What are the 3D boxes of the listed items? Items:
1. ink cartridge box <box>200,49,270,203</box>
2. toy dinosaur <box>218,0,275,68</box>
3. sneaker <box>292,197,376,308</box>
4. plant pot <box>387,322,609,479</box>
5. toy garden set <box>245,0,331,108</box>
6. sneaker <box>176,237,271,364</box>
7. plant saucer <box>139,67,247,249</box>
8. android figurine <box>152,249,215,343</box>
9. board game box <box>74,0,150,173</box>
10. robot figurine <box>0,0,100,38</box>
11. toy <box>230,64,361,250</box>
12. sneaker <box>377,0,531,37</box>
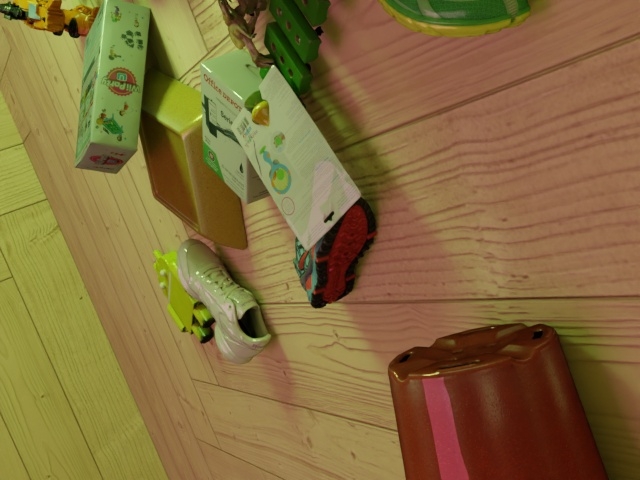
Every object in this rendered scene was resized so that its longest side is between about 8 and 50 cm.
[{"bbox_3d":[-0.129,-0.192,1.245,0.153,0.087,0.208,44,144,34],"label":"ink cartridge box"},{"bbox_3d":[-0.128,-0.329,1.084,0.183,0.053,0.092,58,158,22],"label":"toy dinosaur"},{"bbox_3d":[0.000,0.000,1.162,0.125,0.104,0.262,55,149,25],"label":"sneaker"},{"bbox_3d":[0.206,0.250,0.863,0.272,0.272,0.265,-12,94,61],"label":"plant pot"},{"bbox_3d":[-0.052,-0.323,1.054,0.204,0.049,0.244,59,157,20],"label":"toy garden set"},{"bbox_3d":[-0.203,0.118,1.626,0.152,0.114,0.305,-36,84,48],"label":"sneaker"},{"bbox_3d":[-0.292,-0.164,1.556,0.332,0.081,0.333,32,138,45],"label":"plant saucer"},{"bbox_3d":[-0.370,0.141,1.958,0.273,0.056,0.248,51,149,21],"label":"android figurine"},{"bbox_3d":[-0.439,-0.314,1.539,0.224,0.097,0.303,-16,68,63],"label":"board game box"},{"bbox_3d":[-0.629,-0.537,1.733,0.291,0.211,0.085,29,113,42],"label":"robot figurine"},{"bbox_3d":[-0.030,-0.122,1.072,0.237,0.056,0.137,56,130,15],"label":"toy"},{"bbox_3d":[0.095,-0.309,0.746,0.295,0.109,0.123,50,152,27],"label":"sneaker"}]
